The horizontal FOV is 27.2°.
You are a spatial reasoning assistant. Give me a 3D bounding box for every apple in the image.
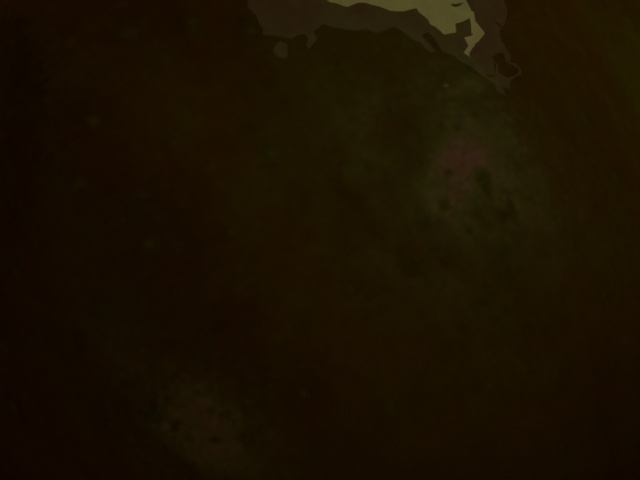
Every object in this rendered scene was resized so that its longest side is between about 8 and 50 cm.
[{"bbox_3d":[0.000,0.000,0.598,0.374,0.374,0.384,20,-19,-5],"label":"apple"}]
